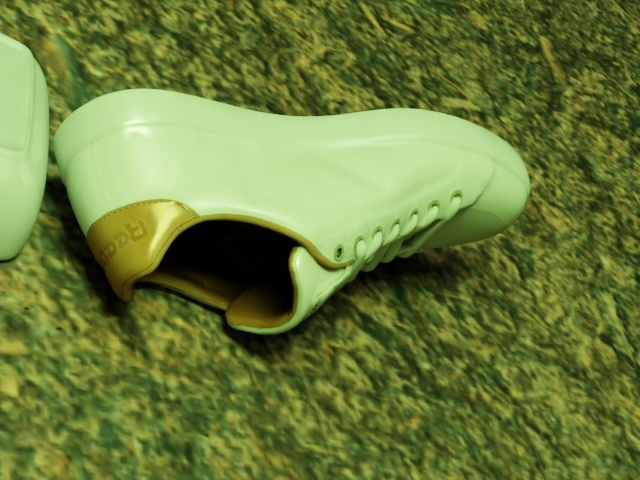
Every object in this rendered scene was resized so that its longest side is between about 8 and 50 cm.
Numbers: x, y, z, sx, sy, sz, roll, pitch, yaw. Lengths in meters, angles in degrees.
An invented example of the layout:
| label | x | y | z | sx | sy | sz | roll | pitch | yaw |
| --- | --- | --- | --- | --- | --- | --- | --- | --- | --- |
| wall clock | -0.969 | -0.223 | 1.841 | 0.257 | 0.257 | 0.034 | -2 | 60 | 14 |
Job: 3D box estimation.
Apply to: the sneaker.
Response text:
| label | x | y | z | sx | sy | sz | roll | pitch | yaw |
| --- | --- | --- | --- | --- | --- | --- | --- | --- | --- |
| sneaker | 0.000 | 0.000 | 0.968 | 0.290 | 0.106 | 0.123 | 1 | 56 | -33 |

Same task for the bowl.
| label | x | y | z | sx | sy | sz | roll | pitch | yaw |
| --- | --- | --- | --- | --- | --- | --- | --- | --- | --- |
| bowl | -0.193 | -0.067 | 0.891 | 0.142 | 0.053 | 0.142 | 24 | 36 | -24 |
